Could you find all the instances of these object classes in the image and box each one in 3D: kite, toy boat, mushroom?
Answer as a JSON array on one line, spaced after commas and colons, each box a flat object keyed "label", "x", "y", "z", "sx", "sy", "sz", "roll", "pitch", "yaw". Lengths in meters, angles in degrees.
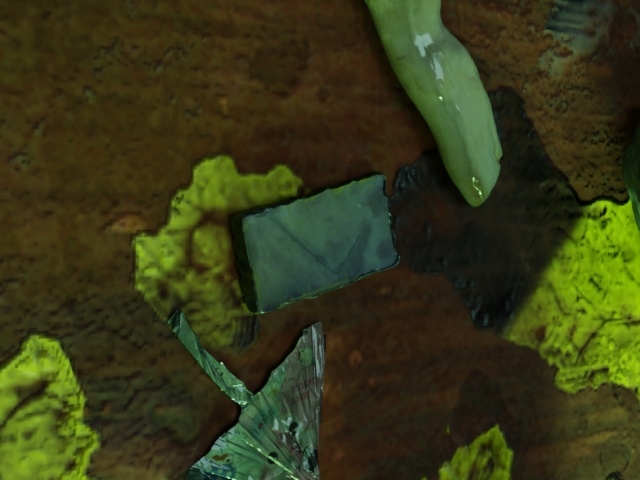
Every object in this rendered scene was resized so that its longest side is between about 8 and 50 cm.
[{"label": "kite", "x": -0.040, "y": 0.096, "z": 0.591, "sx": 0.139, "sy": 0.011, "sz": 0.156, "roll": -53, "pitch": 123, "yaw": -27}, {"label": "toy boat", "x": 0.000, "y": 0.000, "z": 0.611, "sx": 0.115, "sy": 0.016, "sz": 0.063, "roll": -18, "pitch": 104, "yaw": -36}, {"label": "mushroom", "x": 0.077, "y": -0.109, "z": 0.646, "sx": 0.059, "sy": 0.054, "sz": 0.202, "roll": -42, "pitch": 121, "yaw": -30}]

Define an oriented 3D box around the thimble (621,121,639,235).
[{"label": "thimble", "x": 0.364, "y": -0.042, "z": 0.743, "sx": 0.288, "sy": 0.254, "sz": 0.167, "roll": -33, "pitch": 113, "yaw": -17}]
